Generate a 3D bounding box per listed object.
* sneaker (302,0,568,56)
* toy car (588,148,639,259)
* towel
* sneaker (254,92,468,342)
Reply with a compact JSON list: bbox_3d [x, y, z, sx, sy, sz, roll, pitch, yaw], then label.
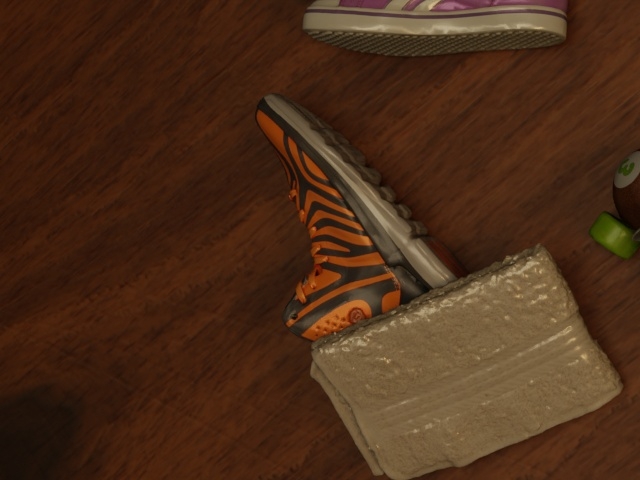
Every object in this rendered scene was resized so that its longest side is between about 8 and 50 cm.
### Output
[{"bbox_3d":[0.121,-0.283,1.500,0.282,0.102,0.161,-1,84,11],"label":"sneaker"},{"bbox_3d":[0.338,-0.037,1.347,0.149,0.188,0.155,37,101,19],"label":"toy car"},{"bbox_3d":[0.144,0.133,1.448,0.282,0.049,0.187,-26,109,17],"label":"towel"},{"bbox_3d":[0.000,0.000,1.516,0.180,0.124,0.321,-44,73,13],"label":"sneaker"}]
